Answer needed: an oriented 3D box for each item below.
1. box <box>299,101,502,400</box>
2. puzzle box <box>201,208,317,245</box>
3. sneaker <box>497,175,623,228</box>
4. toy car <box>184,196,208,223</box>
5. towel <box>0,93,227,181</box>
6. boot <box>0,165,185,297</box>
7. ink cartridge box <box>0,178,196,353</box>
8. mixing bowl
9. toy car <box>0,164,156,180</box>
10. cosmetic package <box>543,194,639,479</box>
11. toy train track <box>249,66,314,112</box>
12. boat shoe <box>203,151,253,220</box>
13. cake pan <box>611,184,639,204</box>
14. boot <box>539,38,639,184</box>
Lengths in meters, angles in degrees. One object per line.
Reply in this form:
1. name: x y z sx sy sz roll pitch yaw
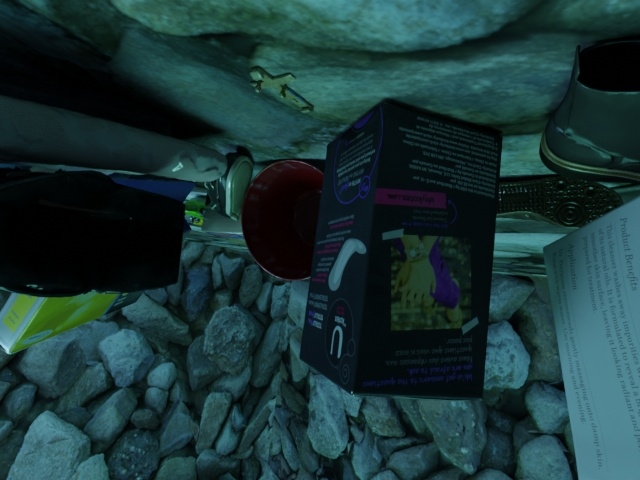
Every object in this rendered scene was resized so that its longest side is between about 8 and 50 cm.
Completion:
1. box: 0.081 0.017 0.468 0.143 0.270 0.165 10 174 -19
2. puzzle box: 0.000 0.000 0.869 0.409 0.052 0.272 4 169 29
3. sneaker: 0.300 -0.057 0.582 0.189 0.066 0.071 10 -167 29
4. toy car: -0.273 -0.072 1.085 0.239 0.053 0.225 5 173 18
5. towel: -0.336 -0.113 0.498 0.317 0.053 0.332 7 -176 37
6. boot: -0.416 -0.011 0.412 0.445 0.146 0.367 12 -164 29
7. ink cartridge box: -0.366 0.029 0.758 0.072 0.307 0.303 44 -164 6
8. mixing bowl: -0.025 -0.033 0.671 0.182 0.181 0.098 4 -174 28
9. toy car: -0.455 -0.019 0.805 0.219 0.237 0.210 7 -173 3
10. cosmetic package: 0.315 0.037 0.210 0.156 0.217 0.385 9 158 -11
11. toy train track: -0.034 -0.135 0.396 0.048 0.014 0.083 3 173 35
12. boat shoe: -0.157 -0.087 0.688 0.079 0.084 0.233 27 167 -7
13. cake pan: 0.522 -0.023 0.606 0.293 0.054 0.293 7 174 1
14. boot: 0.266 -0.082 0.289 0.198 0.076 0.137 3 168 23
